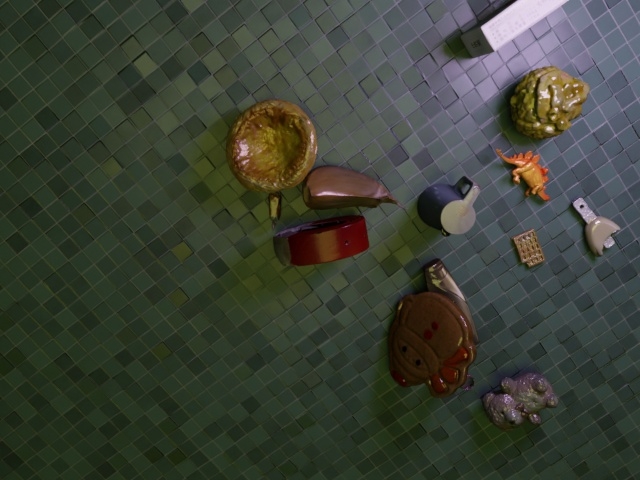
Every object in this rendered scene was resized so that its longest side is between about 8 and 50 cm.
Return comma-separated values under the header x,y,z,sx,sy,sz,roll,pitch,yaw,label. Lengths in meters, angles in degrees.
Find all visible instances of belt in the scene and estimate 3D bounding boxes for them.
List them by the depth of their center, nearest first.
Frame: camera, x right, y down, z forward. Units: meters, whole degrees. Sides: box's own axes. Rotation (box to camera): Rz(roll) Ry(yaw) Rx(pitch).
x,y,z,sx,sy,sz,roll,pitch,yaw,label
0.000,0.000,1.775,0.324,0.227,0.115,-12,101,-1,belt

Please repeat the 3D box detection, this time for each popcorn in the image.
x,y,z,sx,sy,sz,roll,pitch,yaw,label
0.754,-0.452,1.716,0.259,0.212,0.259,1,108,3,popcorn

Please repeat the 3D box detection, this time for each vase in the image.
x,y,z,sx,sy,sz,roll,pitch,yaw,label
0.499,0.466,1.908,0.086,0.214,0.086,0,103,-2,vase

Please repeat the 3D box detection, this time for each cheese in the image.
x,y,z,sx,sy,sz,roll,pitch,yaw,label
0.983,-0.059,1.890,0.127,0.050,0.235,-41,100,10,cheese

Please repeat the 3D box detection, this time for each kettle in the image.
x,y,z,sx,sy,sz,roll,pitch,yaw,label
0.446,-0.119,1.757,0.160,0.243,0.210,35,98,-9,kettle

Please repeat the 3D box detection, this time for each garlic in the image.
x,y,z,sx,sy,sz,roll,pitch,yaw,label
0.100,-0.150,1.768,0.339,0.196,0.151,8,116,-12,garlic

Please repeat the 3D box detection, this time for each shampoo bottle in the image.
x,y,z,sx,sy,sz,roll,pitch,yaw,label
0.470,0.235,1.922,0.126,0.084,0.350,-22,102,9,shampoo bottle

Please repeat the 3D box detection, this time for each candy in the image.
x,y,z,sx,sy,sz,roll,pitch,yaw,label
-0.158,-0.125,1.829,0.047,0.053,0.182,-2,101,-3,candy

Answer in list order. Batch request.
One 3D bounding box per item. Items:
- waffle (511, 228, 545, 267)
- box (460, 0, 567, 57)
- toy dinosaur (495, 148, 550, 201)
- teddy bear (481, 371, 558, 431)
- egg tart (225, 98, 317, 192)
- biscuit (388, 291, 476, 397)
x,y,z,sx,sy,sz,roll,pitch,yaw,label
0.761,0.032,1.918,0.092,0.021,0.135,-24,102,2,waffle
0.626,-0.713,1.643,0.330,0.210,0.095,-33,103,6,box
0.723,-0.248,1.829,0.288,0.070,0.117,44,87,-15,toy dinosaur
0.751,0.608,1.986,0.267,0.151,0.236,-35,100,2,teddy bear
-0.159,-0.306,1.744,0.319,0.128,0.318,0,95,6,egg tart
0.376,0.376,1.861,0.074,0.359,0.381,7,121,-47,biscuit
